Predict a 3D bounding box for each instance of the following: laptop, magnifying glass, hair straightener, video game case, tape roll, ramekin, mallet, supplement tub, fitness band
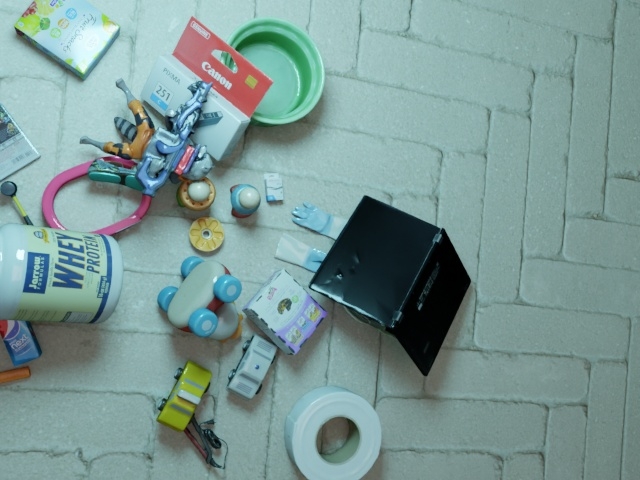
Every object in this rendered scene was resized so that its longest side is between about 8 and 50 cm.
[{"bbox_3d":[0.233,0.133,1.905,0.382,0.236,0.408,-57,130,-27],"label":"laptop"},{"bbox_3d":[-0.880,0.367,1.597,0.231,0.026,0.092,-10,92,-16],"label":"magnifying glass"},{"bbox_3d":[-0.330,0.553,1.758,0.089,0.047,0.230,-35,94,-16],"label":"hair straightener"},{"bbox_3d":[-0.870,-0.243,1.612,0.190,0.022,0.173,-37,100,-15],"label":"video game case"},{"bbox_3d":[0.037,0.588,1.854,0.286,0.100,0.286,0,90,-18],"label":"tape roll"},{"bbox_3d":[-0.152,-0.475,1.787,0.304,0.148,0.303,0,89,-18],"label":"ramekin"},{"bbox_3d":[-0.781,-0.071,1.616,0.039,0.062,0.189,-29,98,-16],"label":"mallet"},{"bbox_3d":[-0.680,0.083,1.512,0.325,0.235,0.235,9,86,-39],"label":"supplement tub"},{"bbox_3d":[-0.606,-0.113,1.684,0.291,0.054,0.208,-25,94,-18],"label":"fitness band"}]

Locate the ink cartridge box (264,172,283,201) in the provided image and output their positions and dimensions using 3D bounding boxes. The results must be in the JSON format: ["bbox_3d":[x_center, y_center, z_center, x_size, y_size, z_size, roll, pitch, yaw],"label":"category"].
[{"bbox_3d":[-0.141,-0.161,1.847,0.048,0.028,0.083,-6,90,-19],"label":"ink cartridge box"}]

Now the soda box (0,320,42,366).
[{"bbox_3d":[-0.798,0.215,1.600,0.067,0.071,0.210,-22,96,-18],"label":"soda box"}]

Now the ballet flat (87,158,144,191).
[{"bbox_3d":[-0.526,-0.180,1.657,0.189,0.070,0.070,13,85,-20],"label":"ballet flat"}]

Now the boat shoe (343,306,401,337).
[{"bbox_3d":[0.209,0.237,1.921,0.305,0.091,0.109,30,80,-16],"label":"boat shoe"}]

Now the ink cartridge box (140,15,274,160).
[{"bbox_3d":[-0.312,-0.409,1.660,0.296,0.066,0.261,39,117,5],"label":"ink cartridge box"}]

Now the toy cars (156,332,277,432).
[{"bbox_3d":[-0.279,0.398,1.735,0.394,0.087,0.176,-20,89,-25],"label":"toy cars"}]

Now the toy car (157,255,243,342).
[{"bbox_3d":[-0.290,0.192,1.732,0.210,0.219,0.238,-55,133,-12],"label":"toy car"}]

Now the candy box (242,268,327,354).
[{"bbox_3d":[-0.104,0.210,1.814,0.196,0.070,0.165,47,63,-12],"label":"candy box"}]

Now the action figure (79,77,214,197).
[{"bbox_3d":[-0.416,-0.287,1.637,0.330,0.178,0.341,34,82,1],"label":"action figure"}]

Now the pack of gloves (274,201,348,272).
[{"bbox_3d":[0.000,0.000,1.882,0.232,0.046,0.195,22,83,-17],"label":"pack of gloves"}]

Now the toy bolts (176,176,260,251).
[{"bbox_3d":[-0.275,-0.085,1.733,0.229,0.158,0.218,-9,92,-18],"label":"toy bolts"}]

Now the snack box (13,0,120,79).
[{"bbox_3d":[-0.677,-0.568,1.657,0.207,0.070,0.174,34,78,-16],"label":"snack box"}]
